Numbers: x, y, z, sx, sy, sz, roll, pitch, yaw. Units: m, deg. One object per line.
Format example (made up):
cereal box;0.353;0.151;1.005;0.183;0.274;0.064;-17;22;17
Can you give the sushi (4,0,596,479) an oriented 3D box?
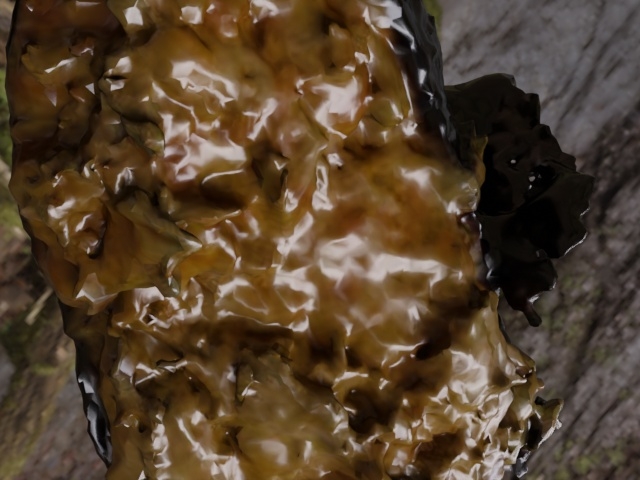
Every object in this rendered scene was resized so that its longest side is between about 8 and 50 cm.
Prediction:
sushi;0.000;0.000;0.464;0.234;0.349;0.207;-16;-157;-1
